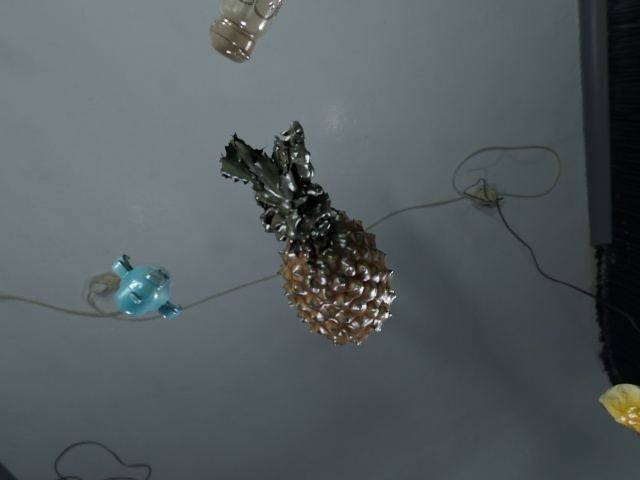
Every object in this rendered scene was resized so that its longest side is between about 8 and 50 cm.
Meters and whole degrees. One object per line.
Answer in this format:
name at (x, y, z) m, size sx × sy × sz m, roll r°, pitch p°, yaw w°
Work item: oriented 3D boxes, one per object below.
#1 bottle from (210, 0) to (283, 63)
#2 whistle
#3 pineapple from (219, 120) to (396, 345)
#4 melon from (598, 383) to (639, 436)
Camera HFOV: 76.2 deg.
bottle at (-0.135, -0.441, 0.759) m, size 0.209 × 0.110 × 0.097 m, roll -56°, pitch 156°, yaw 15°
whistle at (-0.376, 0.099, 0.898) m, size 0.093 × 0.274 × 0.186 m, roll -44°, pitch 100°, yaw -5°
pineapple at (0.000, 0.000, 0.569) m, size 0.175 × 0.175 × 0.360 m, roll -26°, pitch 131°, yaw -5°
melon at (0.557, 0.304, 0.674) m, size 0.079 × 0.160 × 0.128 m, roll -7°, pitch 123°, yaw 0°
